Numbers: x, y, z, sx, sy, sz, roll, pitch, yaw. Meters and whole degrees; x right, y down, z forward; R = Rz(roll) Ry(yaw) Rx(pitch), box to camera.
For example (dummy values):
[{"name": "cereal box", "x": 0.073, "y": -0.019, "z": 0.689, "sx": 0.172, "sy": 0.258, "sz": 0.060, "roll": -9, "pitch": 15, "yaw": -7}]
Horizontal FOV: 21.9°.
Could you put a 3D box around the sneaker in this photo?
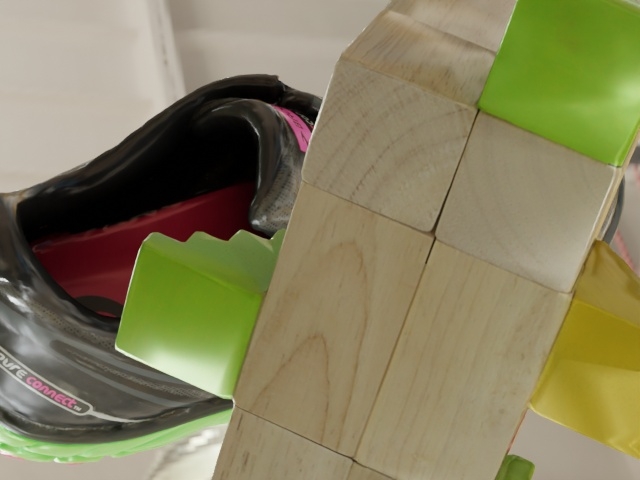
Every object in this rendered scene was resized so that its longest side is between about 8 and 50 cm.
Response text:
[{"name": "sneaker", "x": 0.000, "y": 0.000, "z": 1.014, "sx": 0.483, "sy": 0.202, "sz": 0.185, "roll": -18, "pitch": -119, "yaw": -25}]

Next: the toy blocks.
[{"name": "toy blocks", "x": 0.053, "y": 0.022, "z": 0.689, "sx": 0.191, "sy": 0.381, "sz": 0.261, "roll": 24, "pitch": -149, "yaw": 9}]
